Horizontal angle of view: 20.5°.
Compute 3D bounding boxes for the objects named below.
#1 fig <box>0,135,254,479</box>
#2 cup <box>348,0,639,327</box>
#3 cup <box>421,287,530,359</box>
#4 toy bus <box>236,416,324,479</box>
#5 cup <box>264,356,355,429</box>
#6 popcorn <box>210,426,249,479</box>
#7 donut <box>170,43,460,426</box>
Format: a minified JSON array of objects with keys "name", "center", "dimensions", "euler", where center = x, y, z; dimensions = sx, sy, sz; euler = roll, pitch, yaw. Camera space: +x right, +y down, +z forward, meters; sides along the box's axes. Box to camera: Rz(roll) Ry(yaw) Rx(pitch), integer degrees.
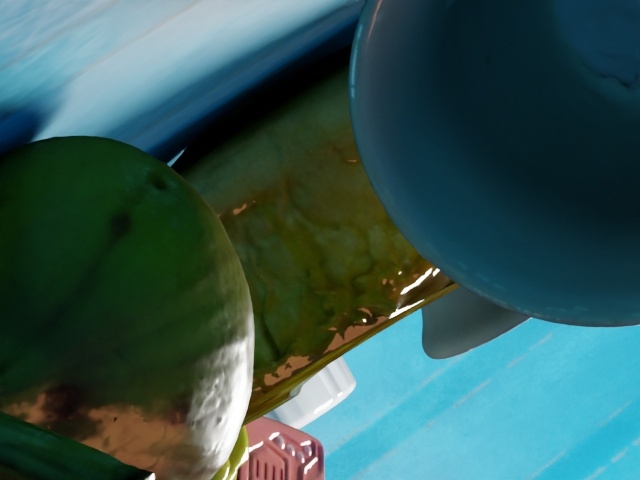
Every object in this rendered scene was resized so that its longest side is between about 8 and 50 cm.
[{"name":"fig","center":[-0.099,0.048,0.615],"dimensions":[0.142,0.148,0.186],"euler":[-47,172,27]},{"name":"cup","center":[0.149,-0.122,0.755],"dimensions":[0.234,0.186,0.258],"euler":[-47,163,-59]},{"name":"cup","center":[0.161,-0.086,1.246],"dimensions":[0.347,0.163,0.347],"euler":[-40,-177,3]},{"name":"toy bus","center":[-0.212,0.258,1.421],"dimensions":[0.427,0.203,0.233],"euler":[-17,148,36]},{"name":"cup","center":[-0.067,0.110,1.931],"dimensions":[0.167,0.202,0.221],"euler":[-32,178,15]},{"name":"popcorn","center":[-0.156,0.132,1.150],"dimensions":[0.235,0.216,0.181],"euler":[-69,174,-45]},{"name":"donut","center":[0.000,0.000,1.004],"dimensions":[0.330,0.160,0.330],"euler":[-41,179,-1]}]
